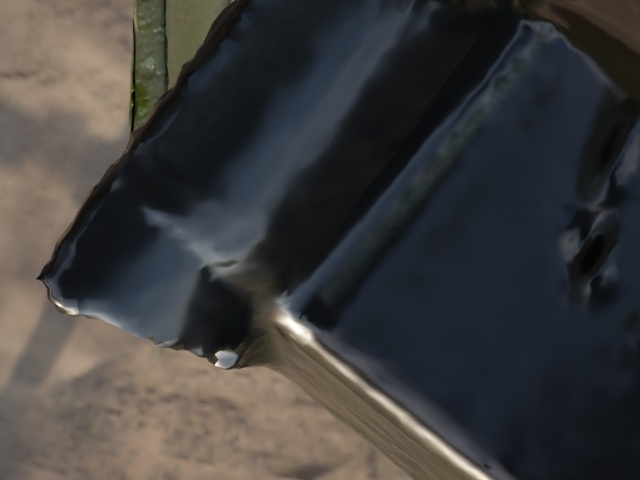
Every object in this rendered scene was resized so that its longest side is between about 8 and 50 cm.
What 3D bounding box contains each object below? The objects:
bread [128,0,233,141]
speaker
[{"bbox_3d":[-0.066,-0.062,0.894,0.028,0.154,0.068,-1,178,28],"label":"bread"},{"bbox_3d":[0.135,0.063,0.498,0.388,0.184,0.180,37,100,-1],"label":"speaker"}]
